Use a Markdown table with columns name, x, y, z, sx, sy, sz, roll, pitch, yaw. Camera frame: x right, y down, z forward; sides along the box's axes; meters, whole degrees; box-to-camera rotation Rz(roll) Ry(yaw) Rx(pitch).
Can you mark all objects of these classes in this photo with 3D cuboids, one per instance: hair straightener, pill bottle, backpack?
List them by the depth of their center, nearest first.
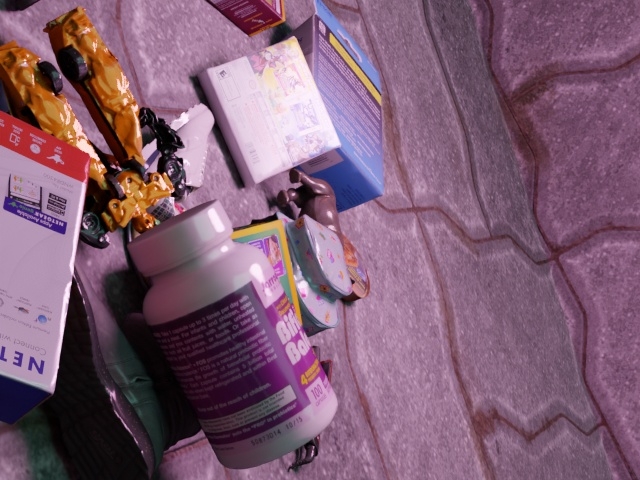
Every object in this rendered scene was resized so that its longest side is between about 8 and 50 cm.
| name | x | y | z | sx | sy | sz | roll | pitch | yaw |
| --- | --- | --- | --- | --- | --- | --- | --- | --- | --- |
| pill bottle | -0.112 | 0.110 | 1.429 | 0.301 | 0.169 | 0.169 | 64 | 25 | -10 |
| hair straightener | -0.030 | 0.253 | 1.835 | 0.089 | 0.047 | 0.230 | 52 | 34 | -33 |
| backpack | -0.033 | 0.060 | 1.853 | 0.166 | 0.144 | 0.188 | 34 | 44 | -60 |

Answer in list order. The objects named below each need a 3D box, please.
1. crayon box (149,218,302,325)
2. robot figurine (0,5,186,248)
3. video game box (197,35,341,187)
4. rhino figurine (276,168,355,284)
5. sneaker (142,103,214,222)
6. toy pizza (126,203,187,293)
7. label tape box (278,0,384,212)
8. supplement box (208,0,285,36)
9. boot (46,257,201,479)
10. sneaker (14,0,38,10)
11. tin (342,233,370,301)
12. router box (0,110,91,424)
| name | x | y | z | sx | sy | sz | roll | pitch | yaw |
| --- | --- | --- | --- | --- | --- | --- | --- | --- | --- |
| crayon box | -0.128 | 0.070 | 1.646 | 0.278 | 0.081 | 0.165 | -17 | 96 | -66 |
| robot figurine | -0.293 | -0.134 | 1.487 | 0.211 | 0.085 | 0.291 | -37 | 107 | -34 |
| video game box | -0.084 | -0.217 | 1.968 | 0.187 | 0.048 | 0.205 | -25 | 95 | -28 |
| rhino figurine | 0.000 | 0.000 | 2.002 | 0.106 | 0.073 | 0.243 | 5 | 67 | -53 |
| sneaker | -0.203 | -0.110 | 1.673 | 0.095 | 0.090 | 0.235 | 39 | 42 | -5 |
| toy pizza | -0.202 | 0.019 | 1.666 | 0.201 | 0.032 | 0.201 | 45 | 34 | -42 |
| label tape box | 0.012 | -0.264 | 2.242 | 0.249 | 0.115 | 0.347 | 46 | 31 | -40 |
| supplement box | -0.148 | -0.461 | 2.099 | 0.188 | 0.081 | 0.104 | 33 | 43 | -53 |
| boot | -0.261 | 0.122 | 1.403 | 0.223 | 0.118 | 0.338 | -51 | 124 | -70 |
| sneaker | -0.386 | -0.371 | 1.580 | 0.089 | 0.051 | 0.170 | 60 | 21 | -18 |
| tin | 0.029 | 0.035 | 2.126 | 0.189 | 0.040 | 0.106 | 50 | 27 | -35 |
| router box | -0.397 | -0.020 | 1.117 | 0.335 | 0.082 | 0.301 | 26 | 45 | -31 |
